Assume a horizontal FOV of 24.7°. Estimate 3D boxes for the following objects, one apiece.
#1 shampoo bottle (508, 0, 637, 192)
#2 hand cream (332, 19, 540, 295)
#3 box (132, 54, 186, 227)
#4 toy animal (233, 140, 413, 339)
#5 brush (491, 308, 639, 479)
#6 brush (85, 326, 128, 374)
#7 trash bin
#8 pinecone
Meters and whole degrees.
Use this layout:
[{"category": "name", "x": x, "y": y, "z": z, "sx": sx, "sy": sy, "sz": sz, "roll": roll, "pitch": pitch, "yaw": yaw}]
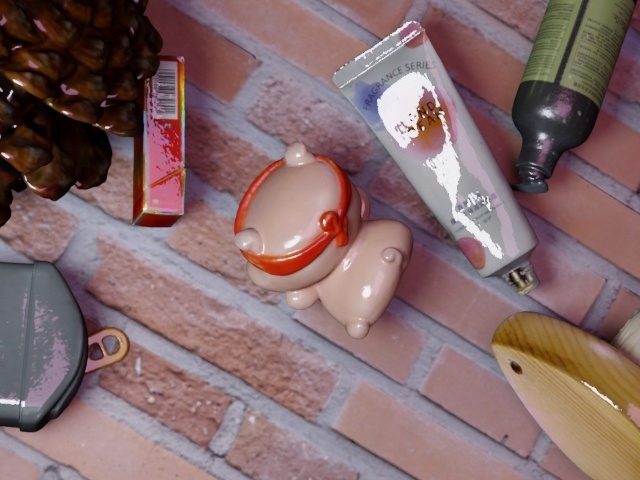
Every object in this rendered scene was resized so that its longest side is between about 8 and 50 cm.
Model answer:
[{"category": "shampoo bottle", "x": 0.290, "y": -0.187, "z": 1.730, "sx": 0.101, "sy": 0.101, "sz": 0.284, "roll": 22, "pitch": 78, "yaw": -9}, {"category": "hand cream", "x": 0.152, "y": -0.083, "z": 1.694, "sx": 0.124, "sy": 0.078, "sz": 0.341, "roll": -33, "pitch": 92, "yaw": 18}, {"category": "box", "x": -0.177, "y": -0.107, "z": 1.607, "sx": 0.048, "sy": 0.112, "sz": 0.175, "roll": 1, "pitch": 83, "yaw": -14}, {"category": "toy animal", "x": 0.000, "y": 0.000, "z": 1.618, "sx": 0.197, "sy": 0.171, "sz": 0.171, "roll": 38, "pitch": 76, "yaw": -14}, {"category": "brush", "x": 0.336, "y": 0.153, "z": 1.675, "sx": 0.266, "sy": 0.174, "sz": 0.166, "roll": 41, "pitch": 62, "yaw": 11}, {"category": "brush", "x": -0.335, "y": 0.161, "z": 1.588, "sx": 0.272, "sy": 0.013, "sz": 0.103, "roll": -24, "pitch": 89, "yaw": -15}, {"category": "trash bin", "x": -0.363, "y": 0.108, "z": 1.534, "sx": 0.236, "sy": 0.101, "sz": 0.177, "roll": 4, "pitch": 75, "yaw": -9}, {"category": "pinecone", "x": -0.361, "y": -0.190, "z": 1.464, "sx": 0.397, "sy": 0.398, "sz": 0.398, "roll": 2, "pitch": 83, "yaw": -13}]
